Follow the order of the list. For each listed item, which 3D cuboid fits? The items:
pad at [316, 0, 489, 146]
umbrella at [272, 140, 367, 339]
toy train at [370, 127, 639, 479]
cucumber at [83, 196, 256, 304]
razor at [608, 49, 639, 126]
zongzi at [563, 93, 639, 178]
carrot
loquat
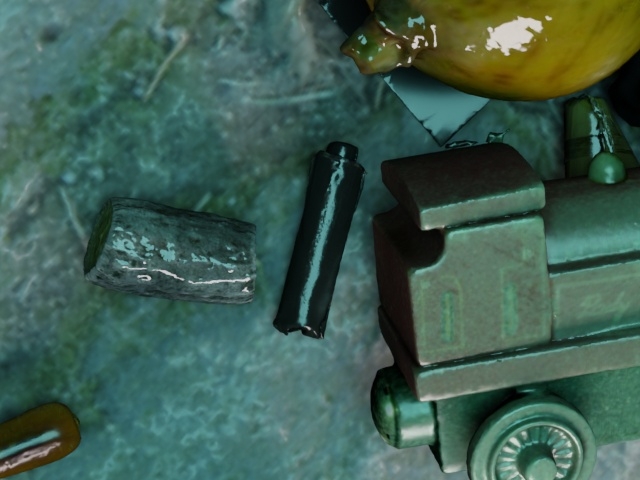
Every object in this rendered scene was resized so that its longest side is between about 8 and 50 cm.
[{"bbox_3d":[0.066,-0.175,1.060,0.127,0.004,0.190,-43,102,-4],"label":"pad"},{"bbox_3d":[0.002,0.000,1.053,0.036,0.031,0.133,12,94,-39],"label":"umbrella"},{"bbox_3d":[0.178,0.042,1.018,0.304,0.150,0.221,-9,111,-9],"label":"toy train"},{"bbox_3d":[-0.091,0.010,1.019,0.112,0.064,0.064,12,94,-16],"label":"cucumber"},{"bbox_3d":[0.359,-0.105,1.074,0.327,0.107,0.189,24,87,-13],"label":"razor"},{"bbox_3d":[0.204,-0.061,1.086,0.083,0.040,0.076,0,90,-23],"label":"zongzi"},{"bbox_3d":[-0.244,0.146,1.016,0.190,0.037,0.037,-18,100,-8],"label":"carrot"},{"bbox_3d":[0.108,-0.177,0.962,0.246,0.213,0.213,-42,103,-21],"label":"loquat"}]
